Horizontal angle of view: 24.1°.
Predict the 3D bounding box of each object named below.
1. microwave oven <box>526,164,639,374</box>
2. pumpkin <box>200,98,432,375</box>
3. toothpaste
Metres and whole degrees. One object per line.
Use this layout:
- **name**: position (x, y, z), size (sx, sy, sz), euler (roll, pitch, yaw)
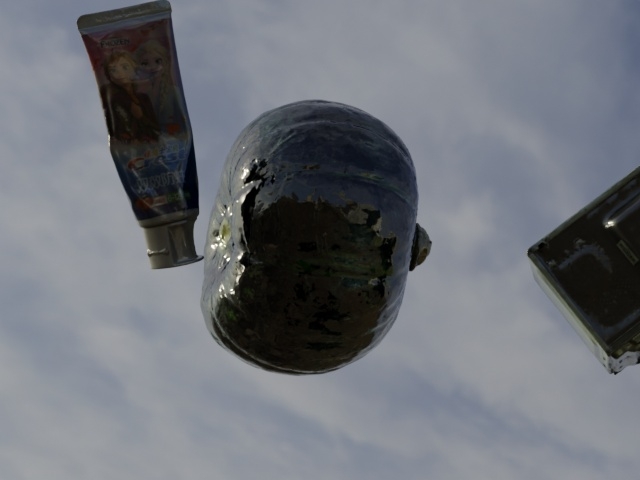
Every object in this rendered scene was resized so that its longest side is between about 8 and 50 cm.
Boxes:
- **microwave oven**: position (0.294, 0.009, 1.272), size (0.129, 0.205, 0.163), euler (52, 3, 14)
- **pumpkin**: position (0.000, 0.000, 1.634), size (0.238, 0.315, 0.315), euler (11, -28, -8)
- **toothpaste**: position (-0.172, -0.105, 1.516), size (0.096, 0.266, 0.061), euler (-12, 5, -11)
